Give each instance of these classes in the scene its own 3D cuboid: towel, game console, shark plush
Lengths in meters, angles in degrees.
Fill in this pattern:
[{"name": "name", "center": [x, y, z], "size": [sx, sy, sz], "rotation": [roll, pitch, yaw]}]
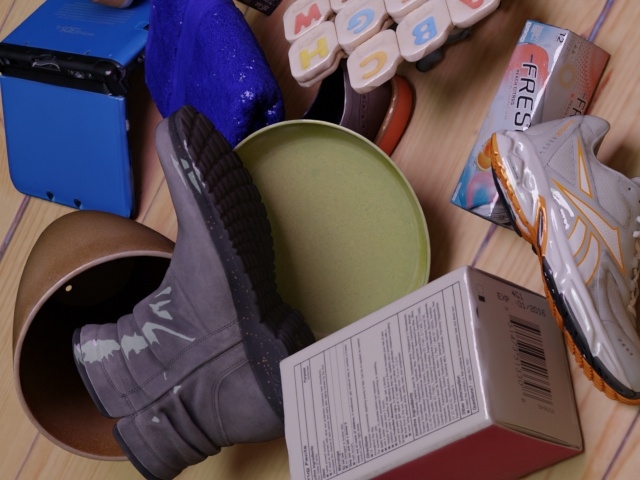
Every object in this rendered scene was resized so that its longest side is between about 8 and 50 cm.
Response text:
[{"name": "towel", "center": [-0.121, -0.156, 1.803], "size": [0.308, 0.076, 0.228], "rotation": [-117, 25, -45]}, {"name": "game console", "center": [-0.265, -0.183, 2.092], "size": [0.250, 0.173, 0.293], "rotation": [-47, 35, -22]}, {"name": "shark plush", "center": [0.118, -0.216, 1.653], "size": [0.161, 0.067, 0.073], "rotation": [-8, 68, 46]}]

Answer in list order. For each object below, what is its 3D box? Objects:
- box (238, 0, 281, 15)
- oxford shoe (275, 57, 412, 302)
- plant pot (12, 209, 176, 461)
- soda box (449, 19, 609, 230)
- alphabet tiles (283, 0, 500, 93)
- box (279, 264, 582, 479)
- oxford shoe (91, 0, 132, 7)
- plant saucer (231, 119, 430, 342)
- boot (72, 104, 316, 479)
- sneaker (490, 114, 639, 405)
[{"name": "box", "center": [-0.069, -0.290, 1.878], "size": [0.067, 0.083, 0.018], "rotation": [-49, 45, 23]}, {"name": "oxford shoe", "center": [-0.011, -0.056, 1.703], "size": [0.097, 0.098, 0.271], "rotation": [27, 95, 49]}, {"name": "plant pot", "center": [-0.227, 0.071, 1.819], "size": [0.237, 0.237, 0.254], "rotation": [-59, 28, 11]}, {"name": "soda box", "center": [0.188, -0.101, 1.532], "size": [0.058, 0.063, 0.183], "rotation": [24, 92, 50]}, {"name": "alphabet tiles", "center": [0.084, -0.261, 1.662], "size": [0.284, 0.021, 0.278], "rotation": [-32, 34, 17]}, {"name": "box", "center": [0.092, 0.143, 1.486], "size": [0.232, 0.127, 0.149], "rotation": [-30, 54, 37]}, {"name": "oxford shoe", "center": [-0.178, -0.461, 2.044], "size": [0.449, 0.130, 0.169], "rotation": [-59, 20, -12]}, {"name": "plant saucer", "center": [0.000, 0.000, 1.639], "size": [0.241, 0.037, 0.241], "rotation": [7, 107, 24]}, {"name": "boot", "center": [-0.147, 0.060, 1.622], "size": [0.222, 0.118, 0.338], "rotation": [-19, 93, 20]}, {"name": "sneaker", "center": [0.237, 0.005, 1.414], "size": [0.121, 0.099, 0.262], "rotation": [-21, 71, -1]}]
